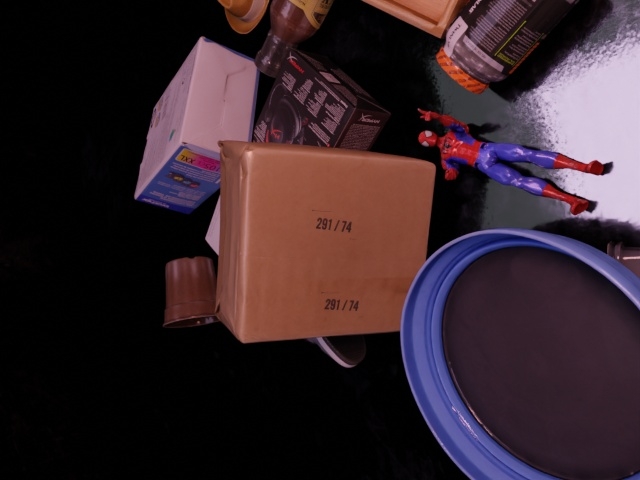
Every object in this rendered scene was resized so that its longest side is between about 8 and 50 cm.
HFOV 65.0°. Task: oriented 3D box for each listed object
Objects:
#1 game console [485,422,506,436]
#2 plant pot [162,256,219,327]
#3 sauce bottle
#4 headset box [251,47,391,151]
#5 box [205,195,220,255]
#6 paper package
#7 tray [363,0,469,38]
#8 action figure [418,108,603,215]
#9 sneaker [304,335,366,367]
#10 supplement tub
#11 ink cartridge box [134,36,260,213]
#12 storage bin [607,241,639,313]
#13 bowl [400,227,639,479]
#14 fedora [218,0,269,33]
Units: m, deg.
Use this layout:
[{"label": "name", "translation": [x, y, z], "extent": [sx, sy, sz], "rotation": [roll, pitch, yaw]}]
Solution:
[{"label": "game console", "translation": [0.307, 0.236, 0.737], "extent": [0.144, 0.085, 0.124], "rotation": [5, 72, 45]}, {"label": "plant pot", "translation": [-0.339, 0.136, 1.335], "extent": [0.167, 0.167, 0.165], "rotation": [-23, 71, 44]}, {"label": "sauce bottle", "translation": [-0.028, -0.482, 0.983], "extent": [0.111, 0.112, 0.344], "rotation": [57, 131, 25]}, {"label": "headset box", "translation": [-0.028, -0.194, 1.012], "extent": [0.218, 0.110, 0.293], "rotation": [50, 126, 29]}, {"label": "box", "translation": [-0.149, -0.027, 1.146], "extent": [0.182, 0.119, 0.180], "rotation": [44, 123, 32]}, {"label": "paper package", "translation": [0.000, 0.000, 0.835], "extent": [0.168, 0.325, 0.309], "rotation": [-153, 65, -62]}, {"label": "tray", "translation": [0.073, -0.501, 0.791], "extent": [0.411, 0.076, 0.202], "rotation": [36, 123, 20]}, {"label": "action figure", "translation": [0.240, -0.122, 0.740], "extent": [0.280, 0.139, 0.091], "rotation": [30, 114, 42]}, {"label": "sneaker", "translation": [-0.043, 0.173, 1.062], "extent": [0.295, 0.124, 0.178], "rotation": [52, 132, 21]}, {"label": "supplement tub", "translation": [0.260, -0.310, 0.707], "extent": [0.190, 0.117, 0.116], "rotation": [-48, 62, 36]}, {"label": "ink cartridge box", "translation": [-0.305, -0.235, 1.170], "extent": [0.396, 0.151, 0.269], "rotation": [-23, 56, 50]}, {"label": "storage bin", "translation": [0.413, 0.066, 0.621], "extent": [0.091, 0.098, 0.135], "rotation": [-6, 90, 35]}, {"label": "bowl", "translation": [0.276, 0.172, 0.672], "extent": [0.391, 0.077, 0.390], "rotation": [18, 114, 49]}, {"label": "fedora", "translation": [-0.193, -0.582, 1.155], "extent": [0.195, 0.079, 0.194], "rotation": [7, 100, 44]}]
